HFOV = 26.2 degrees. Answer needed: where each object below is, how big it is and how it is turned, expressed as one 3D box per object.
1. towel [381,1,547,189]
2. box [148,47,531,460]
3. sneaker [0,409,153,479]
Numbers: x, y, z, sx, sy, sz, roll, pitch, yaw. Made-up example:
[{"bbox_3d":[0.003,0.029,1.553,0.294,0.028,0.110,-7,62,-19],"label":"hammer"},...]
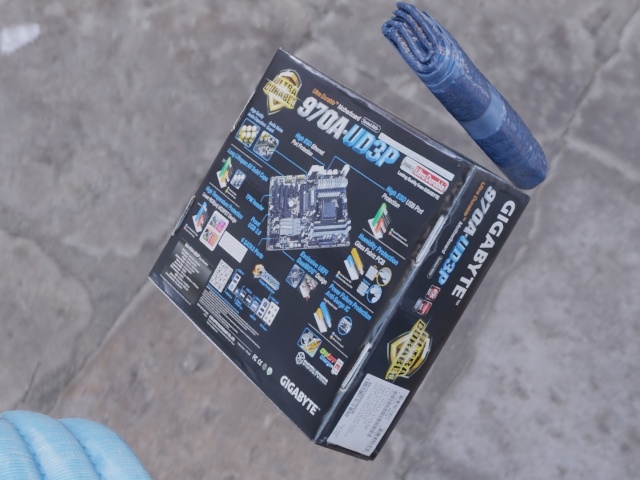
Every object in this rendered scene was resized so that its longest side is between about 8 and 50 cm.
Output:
[{"bbox_3d":[0.083,-0.079,0.756,0.119,0.029,0.067,42,12,-41],"label":"towel"},{"bbox_3d":[0.000,0.000,0.819,0.051,0.175,0.220,25,8,-39],"label":"box"},{"bbox_3d":[-0.106,0.193,0.385,0.208,0.127,0.319,7,81,-37],"label":"sneaker"}]
